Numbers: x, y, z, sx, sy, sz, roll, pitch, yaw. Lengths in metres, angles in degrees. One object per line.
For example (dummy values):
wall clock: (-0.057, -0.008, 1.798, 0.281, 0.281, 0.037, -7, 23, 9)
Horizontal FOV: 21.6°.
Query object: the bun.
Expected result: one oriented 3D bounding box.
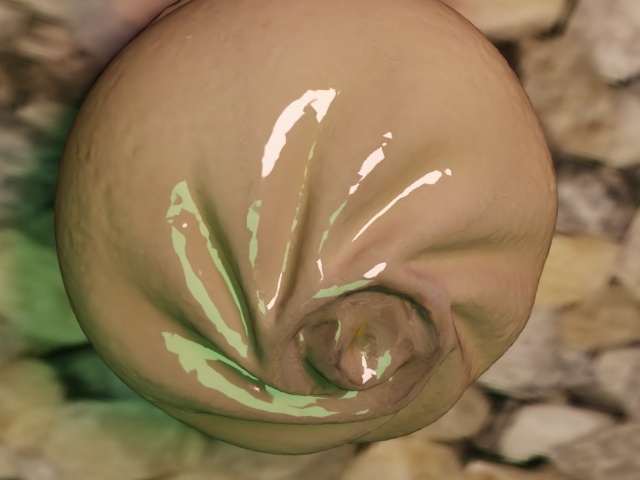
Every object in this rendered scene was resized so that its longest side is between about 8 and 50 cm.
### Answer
bun: (0.000, 0.000, 0.556, 0.173, 0.120, 0.172, -6, 122, -10)
